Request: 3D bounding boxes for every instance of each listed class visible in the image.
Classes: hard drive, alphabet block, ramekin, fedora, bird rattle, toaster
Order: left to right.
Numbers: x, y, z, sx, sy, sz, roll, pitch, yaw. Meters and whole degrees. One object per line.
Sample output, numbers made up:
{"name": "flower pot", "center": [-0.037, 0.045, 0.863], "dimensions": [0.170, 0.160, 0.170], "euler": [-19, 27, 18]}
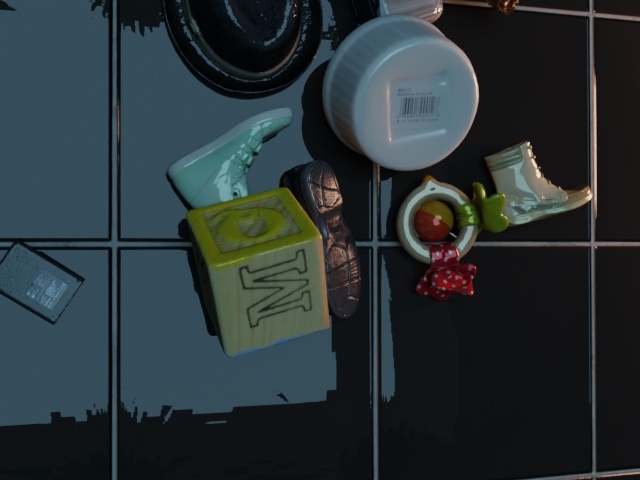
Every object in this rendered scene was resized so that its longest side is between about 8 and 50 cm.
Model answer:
{"name": "hard drive", "center": [-0.499, 0.073, 1.238], "dimensions": [0.135, 0.022, 0.094], "euler": [34, 81, -12]}
{"name": "fedora", "center": [-0.128, -0.442, 1.275], "dimensions": [0.334, 0.152, 0.334], "euler": [0, 89, -15]}
{"name": "alphabet block", "center": [-0.108, 0.051, 1.221], "dimensions": [0.193, 0.192, 0.197], "euler": [-16, 126, -16]}
{"name": "toaster", "center": [0.137, -0.477, 1.359], "dimensions": [0.146, 0.129, 0.227], "euler": [-20, 95, -16]}
{"name": "ramekin", "center": [0.153, -0.262, 1.299], "dimensions": [0.277, 0.135, 0.277], "euler": [-9, 120, -15]}
{"name": "bird rattle", "center": [0.245, -0.014, 1.409], "dimensions": [0.207, 0.143, 0.253], "euler": [33, 95, -1]}

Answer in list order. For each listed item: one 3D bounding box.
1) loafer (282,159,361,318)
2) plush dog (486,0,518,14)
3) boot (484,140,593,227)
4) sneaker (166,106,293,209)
{"name": "loafer", "center": [0.000, 0.000, 1.349], "dimensions": [0.109, 0.095, 0.303], "euler": [-19, 100, -44]}
{"name": "plush dog", "center": [0.326, -0.567, 1.359], "dimensions": [0.262, 0.210, 0.225], "euler": [27, 77, -14]}
{"name": "boot", "center": [0.453, -0.129, 1.464], "dimensions": [0.213, 0.077, 0.165], "euler": [-17, 92, -11]}
{"name": "sneaker", "center": [-0.134, -0.131, 1.298], "dimensions": [0.256, 0.094, 0.151], "euler": [-32, 92, -3]}
